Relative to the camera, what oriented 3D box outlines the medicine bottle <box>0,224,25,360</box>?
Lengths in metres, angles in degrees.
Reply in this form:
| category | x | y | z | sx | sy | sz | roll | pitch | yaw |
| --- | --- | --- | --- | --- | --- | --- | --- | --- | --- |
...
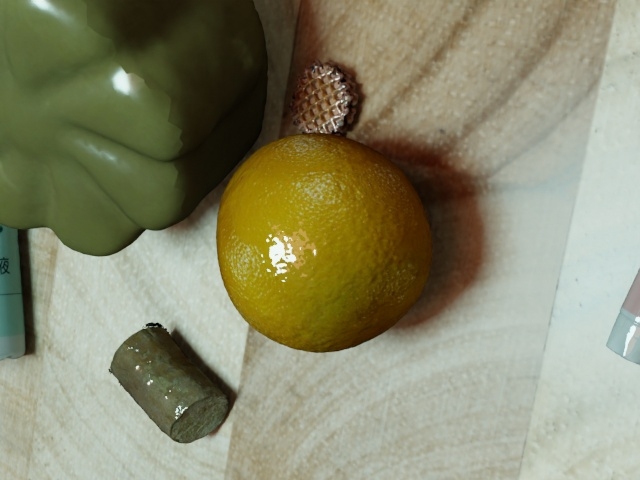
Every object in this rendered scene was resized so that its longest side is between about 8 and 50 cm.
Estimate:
| category | x | y | z | sx | sy | sz | roll | pitch | yaw |
| --- | --- | --- | --- | --- | --- | --- | --- | --- | --- |
| medicine bottle | -0.449 | -0.019 | 1.246 | 0.110 | 0.110 | 0.351 | -7 | 87 | 37 |

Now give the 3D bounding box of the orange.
| category | x | y | z | sx | sy | sz | roll | pitch | yaw |
| --- | --- | --- | --- | --- | --- | --- | --- | --- | --- |
| orange | 0.000 | 0.000 | 0.860 | 0.206 | 0.206 | 0.206 | 1 | 91 | 37 |

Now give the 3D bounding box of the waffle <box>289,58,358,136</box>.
| category | x | y | z | sx | sy | sz | roll | pitch | yaw |
| --- | --- | --- | --- | --- | --- | --- | --- | --- | --- |
| waffle | 0.002 | -0.135 | 0.953 | 0.075 | 0.029 | 0.083 | 36 | 115 | 34 |

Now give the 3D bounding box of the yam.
| category | x | y | z | sx | sy | sz | roll | pitch | yaw |
| --- | --- | --- | --- | --- | --- | --- | --- | --- | --- |
| yam | -0.168 | 0.158 | 1.056 | 0.127 | 0.084 | 0.084 | 43 | 115 | 32 |

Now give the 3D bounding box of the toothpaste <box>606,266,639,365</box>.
| category | x | y | z | sx | sy | sz | roll | pitch | yaw |
| --- | --- | --- | --- | --- | --- | --- | --- | --- | --- |
| toothpaste | 0.281 | 0.004 | 0.739 | 0.067 | 0.043 | 0.194 | 33 | 104 | 34 |

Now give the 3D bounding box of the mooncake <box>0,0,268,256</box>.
| category | x | y | z | sx | sy | sz | roll | pitch | yaw |
| --- | --- | --- | --- | --- | --- | --- | --- | --- | --- |
| mooncake | -0.248 | -0.161 | 0.941 | 0.378 | 0.200 | 0.378 | 16 | 135 | 16 |
